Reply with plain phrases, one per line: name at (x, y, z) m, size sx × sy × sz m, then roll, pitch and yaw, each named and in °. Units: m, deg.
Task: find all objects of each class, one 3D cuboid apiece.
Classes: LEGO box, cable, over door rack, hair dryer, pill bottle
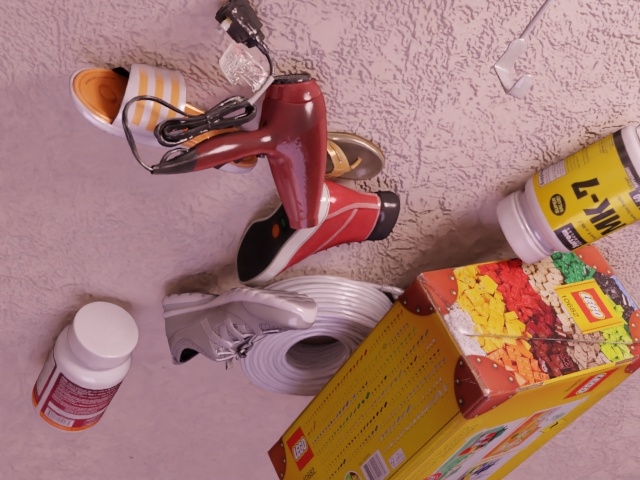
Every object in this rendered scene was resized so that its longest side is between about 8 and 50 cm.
LEGO box at (0.203, 0.246, 1.580) m, size 0.372 × 0.193 × 0.500 m, roll -7°, pitch 147°, yaw -38°
cable at (-0.004, 0.156, 1.629) m, size 0.257 × 0.089 × 0.257 m, roll 14°, pitch 136°, yaw -21°
over door rack at (0.352, -0.275, 1.128) m, size 0.239 × 0.108 × 0.324 m, roll 18°, pitch 114°, yaw -25°
hair dryer at (-0.089, -0.120, 1.239) m, size 0.223 × 0.080 × 0.293 m, roll -51°, pitch 122°, yaw -9°
pill bottle at (0.351, -0.056, 1.396) m, size 0.208 × 0.119 × 0.119 m, roll -29°, pitch 134°, yaw 26°
pill bottle at (-0.365, 0.198, 1.619) m, size 0.121 × 0.121 × 0.221 m, roll 15°, pitch 136°, yaw -22°

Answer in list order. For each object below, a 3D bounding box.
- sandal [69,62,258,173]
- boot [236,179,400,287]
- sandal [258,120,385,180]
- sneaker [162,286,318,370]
sandal at (-0.171, -0.161, 1.247) m, size 0.265 × 0.102 × 0.076 m, roll 17°, pitch 134°, yaw -36°
boot at (0.000, 0.000, 1.461) m, size 0.176 × 0.088 × 0.244 m, roll 5°, pitch 150°, yaw -34°
sandal at (0.001, -0.112, 1.348) m, size 0.180 × 0.049 × 0.072 m, roll 20°, pitch 134°, yaw -26°
sneaker at (-0.114, 0.130, 1.504) m, size 0.281 × 0.115 × 0.105 m, roll -8°, pitch 170°, yaw 42°
